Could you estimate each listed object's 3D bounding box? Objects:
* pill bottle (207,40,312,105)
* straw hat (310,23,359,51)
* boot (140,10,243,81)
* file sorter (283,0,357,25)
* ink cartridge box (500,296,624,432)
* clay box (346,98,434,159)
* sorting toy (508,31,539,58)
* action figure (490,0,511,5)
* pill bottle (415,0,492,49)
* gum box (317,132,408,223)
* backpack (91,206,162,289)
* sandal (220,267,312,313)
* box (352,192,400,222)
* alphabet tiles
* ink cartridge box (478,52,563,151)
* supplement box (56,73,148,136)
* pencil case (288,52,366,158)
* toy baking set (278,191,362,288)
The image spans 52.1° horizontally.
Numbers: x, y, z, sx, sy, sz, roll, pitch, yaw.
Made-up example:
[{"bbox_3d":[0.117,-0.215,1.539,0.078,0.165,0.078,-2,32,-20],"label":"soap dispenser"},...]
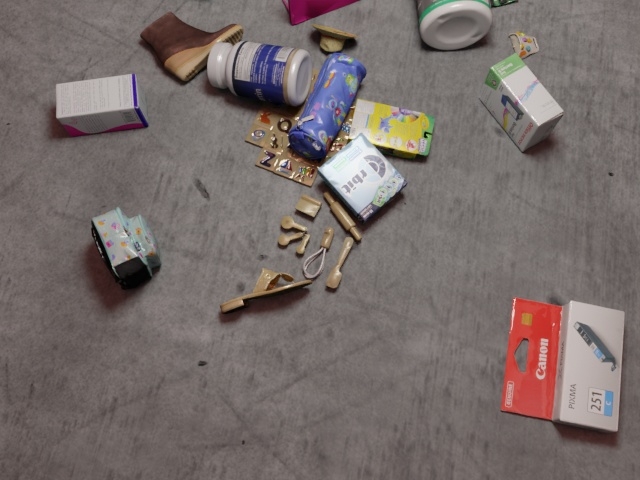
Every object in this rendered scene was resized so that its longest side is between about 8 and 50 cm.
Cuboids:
[{"bbox_3d":[-0.168,-0.466,1.804,0.264,0.153,0.153,13,72,15],"label":"pill bottle"},{"bbox_3d":[0.034,-0.576,1.891,0.144,0.144,0.061,17,113,6],"label":"straw hat"},{"bbox_3d":[-0.371,-0.598,1.889,0.248,0.090,0.207,-39,78,-8],"label":"boot"},{"bbox_3d":[0.011,-0.802,1.897,0.290,0.202,0.182,-23,72,-7],"label":"file sorter"},{"bbox_3d":[0.593,0.294,1.600,0.261,0.066,0.296,11,72,3],"label":"ink cartridge box"},{"bbox_3d":[0.194,-0.302,1.803,0.222,0.053,0.127,13,73,0],"label":"clay box"},{"bbox_3d":[0.599,-0.573,1.905,0.075,0.045,0.083,-5,71,-21],"label":"sorting toy"},{"bbox_3d":[0.496,-0.812,1.969,0.137,0.063,0.232,-13,72,-9],"label":"action figure"},{"bbox_3d":[0.368,-0.753,1.876,0.204,0.204,0.361,-3,71,0],"label":"pill bottle"},{"bbox_3d":[0.110,-0.165,1.724,0.157,0.041,0.184,-41,84,-9],"label":"gum box"},{"bbox_3d":[-0.490,0.008,1.651,0.144,0.166,0.188,-34,78,-12],"label":"backpack"},{"bbox_3d":[-0.147,0.110,1.656,0.240,0.088,0.079,-20,78,-1],"label":"sandal"},{"bbox_3d":[0.133,-0.124,1.761,0.137,0.027,0.094,-35,74,-10],"label":"box"},{"bbox_3d":[-0.037,-0.326,1.840,0.285,0.011,0.342,21,73,8],"label":"alphabet tiles"},{"bbox_3d":[0.539,-0.370,1.772,0.093,0.154,0.212,-32,75,-10],"label":"ink cartridge box"},{"bbox_3d":[-0.601,-0.371,1.806,0.220,0.111,0.114,-9,72,-3],"label":"supplement box"},{"bbox_3d":[0.016,-0.369,1.780,0.119,0.133,0.306,14,70,31],"label":"pencil case"},{"bbox_3d":[0.005,-0.005,1.726,0.197,0.030,0.256,-38,75,-8],"label":"toy baking set"}]
